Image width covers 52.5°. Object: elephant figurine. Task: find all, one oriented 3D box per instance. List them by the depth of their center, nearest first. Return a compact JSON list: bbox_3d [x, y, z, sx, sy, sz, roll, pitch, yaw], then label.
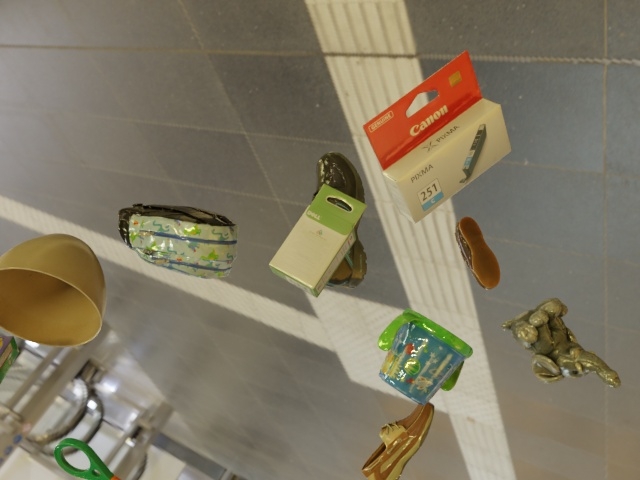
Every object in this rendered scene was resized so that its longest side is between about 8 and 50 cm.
[{"bbox_3d":[0.591,0.279,1.611,0.169,0.186,0.239,-38,87,15],"label":"elephant figurine"}]

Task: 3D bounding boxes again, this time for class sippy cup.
[{"bbox_3d":[0.297,0.356,1.937,0.306,0.224,0.240,33,174,-1],"label":"sippy cup"}]

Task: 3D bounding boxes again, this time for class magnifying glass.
[{"bbox_3d":[-0.481,0.513,1.426,0.231,0.026,0.092,35,117,-1],"label":"magnifying glass"}]

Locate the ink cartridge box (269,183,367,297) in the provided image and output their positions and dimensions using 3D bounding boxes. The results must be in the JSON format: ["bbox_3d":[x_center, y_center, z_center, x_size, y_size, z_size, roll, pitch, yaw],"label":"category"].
[{"bbox_3d":[0.000,0.000,1.330,0.109,0.209,0.062,28,165,19],"label":"ink cartridge box"}]

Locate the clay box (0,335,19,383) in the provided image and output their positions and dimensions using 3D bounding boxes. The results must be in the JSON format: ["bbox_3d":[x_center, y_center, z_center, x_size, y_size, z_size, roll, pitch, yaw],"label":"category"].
[{"bbox_3d":[-0.787,0.269,1.396,0.222,0.127,0.053,-4,117,-2],"label":"clay box"}]

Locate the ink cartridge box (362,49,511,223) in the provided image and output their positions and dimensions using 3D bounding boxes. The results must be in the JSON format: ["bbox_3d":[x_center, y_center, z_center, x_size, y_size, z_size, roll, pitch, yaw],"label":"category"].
[{"bbox_3d":[0.263,-0.220,1.417,0.066,0.296,0.261,43,167,50],"label":"ink cartridge box"}]

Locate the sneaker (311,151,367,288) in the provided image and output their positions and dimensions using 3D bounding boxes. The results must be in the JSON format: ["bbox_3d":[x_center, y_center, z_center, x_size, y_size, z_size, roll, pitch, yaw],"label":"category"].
[{"bbox_3d":[0.025,-0.056,1.546,0.140,0.340,0.125,4,162,-36],"label":"sneaker"}]

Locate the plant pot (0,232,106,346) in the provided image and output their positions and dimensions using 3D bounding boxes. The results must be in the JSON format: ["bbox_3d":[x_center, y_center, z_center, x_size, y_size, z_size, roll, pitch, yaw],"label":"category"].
[{"bbox_3d":[-0.634,0.093,1.548,0.284,0.190,0.284,4,135,4],"label":"plant pot"}]

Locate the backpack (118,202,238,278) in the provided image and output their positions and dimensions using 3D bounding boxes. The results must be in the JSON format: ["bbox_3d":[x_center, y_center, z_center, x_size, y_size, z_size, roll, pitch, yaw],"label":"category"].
[{"bbox_3d":[-0.430,-0.004,2.101,0.356,0.273,0.290,-6,174,25],"label":"backpack"}]

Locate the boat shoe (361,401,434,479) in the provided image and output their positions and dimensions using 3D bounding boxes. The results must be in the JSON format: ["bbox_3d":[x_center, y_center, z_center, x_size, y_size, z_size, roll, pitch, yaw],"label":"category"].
[{"bbox_3d":[0.245,0.641,2.073,0.120,0.324,0.122,32,177,2],"label":"boat shoe"}]

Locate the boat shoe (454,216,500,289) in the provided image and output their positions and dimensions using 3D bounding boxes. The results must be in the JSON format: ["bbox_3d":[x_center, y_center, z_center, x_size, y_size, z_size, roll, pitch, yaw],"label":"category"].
[{"bbox_3d":[0.419,0.039,1.744,0.073,0.073,0.206,109,147,-67],"label":"boat shoe"}]
